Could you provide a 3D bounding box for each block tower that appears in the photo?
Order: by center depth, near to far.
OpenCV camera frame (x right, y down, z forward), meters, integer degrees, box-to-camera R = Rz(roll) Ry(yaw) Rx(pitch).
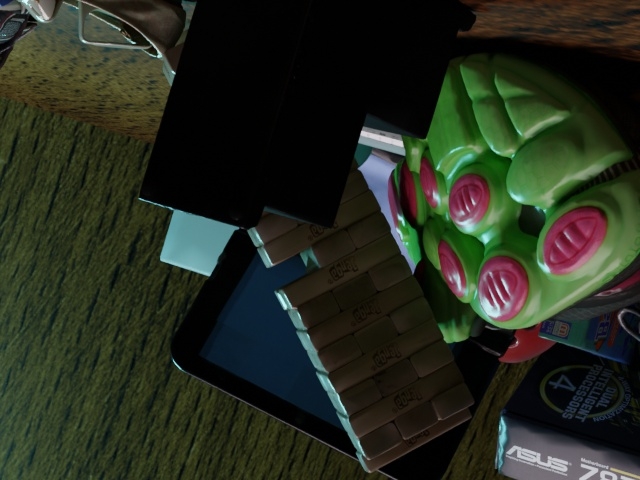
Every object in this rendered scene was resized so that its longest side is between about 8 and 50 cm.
[{"bbox_3d":[0.000,0.000,1.340,0.091,0.335,0.097,-27,-179,-5],"label":"block tower"}]

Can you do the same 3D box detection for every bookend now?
[{"bbox_3d":[-0.003,-0.075,0.995,0.072,0.156,0.157,16,179,34],"label":"bookend"}]

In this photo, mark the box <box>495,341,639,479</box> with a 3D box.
[{"bbox_3d":[0.408,0.154,2.005,0.318,0.097,0.395,18,-142,22],"label":"box"}]

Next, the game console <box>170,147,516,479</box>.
[{"bbox_3d":[0.040,0.045,1.744,0.293,0.250,0.173,26,-139,7],"label":"game console"}]

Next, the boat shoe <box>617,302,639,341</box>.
[{"bbox_3d":[0.379,0.056,1.726,0.186,0.156,0.500,18,178,20],"label":"boat shoe"}]

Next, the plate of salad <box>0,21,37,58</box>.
[{"bbox_3d":[-0.379,-0.191,1.846,0.199,0.048,0.200,-7,-169,1],"label":"plate of salad"}]

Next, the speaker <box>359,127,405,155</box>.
[{"bbox_3d":[0.059,-0.097,1.480,0.136,0.055,0.055,16,178,16],"label":"speaker"}]

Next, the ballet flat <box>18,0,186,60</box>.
[{"bbox_3d":[-0.177,-0.173,1.339,0.168,0.052,0.057,18,179,-18],"label":"ballet flat"}]

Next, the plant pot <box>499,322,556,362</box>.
[{"bbox_3d":[0.163,0.009,1.914,0.174,0.191,0.191,29,172,-32],"label":"plant pot"}]

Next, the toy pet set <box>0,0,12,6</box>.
[{"bbox_3d":[-0.225,-0.184,1.183,0.114,0.065,0.122,16,179,37],"label":"toy pet set"}]

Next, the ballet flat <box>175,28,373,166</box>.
[{"bbox_3d":[-0.043,-0.122,1.579,0.086,0.086,0.248,16,177,35],"label":"ballet flat"}]

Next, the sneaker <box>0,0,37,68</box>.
[{"bbox_3d":[-0.299,-0.175,1.542,0.121,0.112,0.299,17,178,-10],"label":"sneaker"}]

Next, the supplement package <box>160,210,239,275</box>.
[{"bbox_3d":[-0.018,-0.026,2.224,0.198,0.199,0.262,17,179,-40],"label":"supplement package"}]

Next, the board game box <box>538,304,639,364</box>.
[{"bbox_3d":[0.281,0.033,1.808,0.047,0.160,0.210,16,179,24],"label":"board game box"}]

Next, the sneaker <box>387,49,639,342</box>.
[{"bbox_3d":[0.165,-0.034,1.273,0.202,0.185,0.483,-13,177,-5],"label":"sneaker"}]
